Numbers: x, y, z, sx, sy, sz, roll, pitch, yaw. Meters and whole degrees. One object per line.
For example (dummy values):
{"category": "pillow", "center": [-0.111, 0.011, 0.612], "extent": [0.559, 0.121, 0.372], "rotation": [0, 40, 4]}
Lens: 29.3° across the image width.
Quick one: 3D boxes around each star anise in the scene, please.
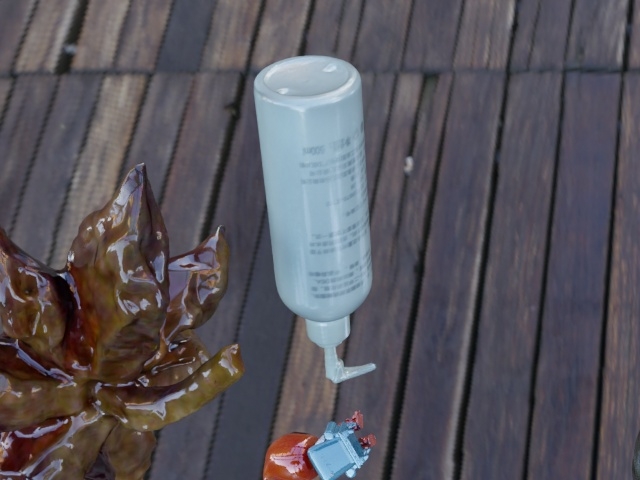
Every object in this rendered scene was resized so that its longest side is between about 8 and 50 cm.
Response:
{"category": "star anise", "center": [-0.115, 0.067, 0.588], "extent": [0.196, 0.212, 0.111], "rotation": [-25, 65, -12]}

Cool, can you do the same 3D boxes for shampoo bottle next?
{"category": "shampoo bottle", "center": [0.000, 0.000, 0.657], "extent": [0.056, 0.195, 0.056], "rotation": [-3, 33, 2]}

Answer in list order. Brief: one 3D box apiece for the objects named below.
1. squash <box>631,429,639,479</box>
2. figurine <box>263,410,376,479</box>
{"category": "squash", "center": [0.300, 0.190, 0.873], "extent": [0.156, 0.193, 0.193], "rotation": [-26, 56, 21]}
{"category": "figurine", "center": [-0.006, 0.263, 1.499], "extent": [0.140, 0.068, 0.075], "rotation": [-23, 11, 19]}
